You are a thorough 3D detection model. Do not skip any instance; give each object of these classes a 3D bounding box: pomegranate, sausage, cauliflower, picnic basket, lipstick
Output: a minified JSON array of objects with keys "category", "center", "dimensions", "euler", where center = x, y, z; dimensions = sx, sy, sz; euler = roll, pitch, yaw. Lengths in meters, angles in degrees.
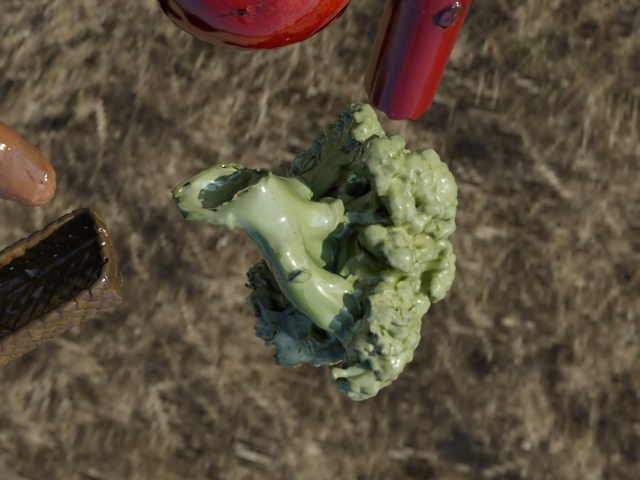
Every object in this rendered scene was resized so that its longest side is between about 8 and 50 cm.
[{"category":"pomegranate","center":[-0.051,-0.271,1.467],"dimensions":[0.210,0.235,0.210],"euler":[16,152,9]},{"category":"sausage","center":[-0.391,-0.123,1.693],"dimensions":[0.304,0.078,0.078],"euler":[27,132,-18]},{"category":"cauliflower","center":[0.022,-0.002,1.794],"dimensions":[0.260,0.327,0.281],"euler":[-20,155,10]},{"category":"picnic basket","center":[-0.277,0.053,1.696],"dimensions":[0.193,0.110,0.055],"euler":[-29,142,14]},{"category":"lipstick","center":[0.094,-0.213,1.437],"dimensions":[0.073,0.073,0.280],"euler":[17,142,0]}]
